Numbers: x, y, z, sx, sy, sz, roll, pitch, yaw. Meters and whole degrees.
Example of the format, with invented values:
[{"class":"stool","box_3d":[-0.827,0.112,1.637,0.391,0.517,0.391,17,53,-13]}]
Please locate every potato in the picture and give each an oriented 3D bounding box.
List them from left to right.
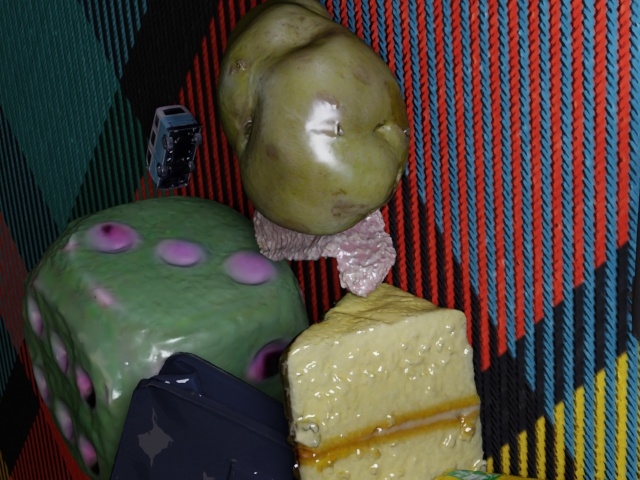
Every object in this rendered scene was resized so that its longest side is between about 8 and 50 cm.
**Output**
[{"class":"potato","box_3d":[-0.019,-0.158,1.456,0.351,0.202,0.218,-122,20,-47]}]

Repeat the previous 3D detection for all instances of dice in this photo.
[{"class":"dice","box_3d":[-0.223,0.146,1.789,0.322,0.330,0.318,45,138,40]}]

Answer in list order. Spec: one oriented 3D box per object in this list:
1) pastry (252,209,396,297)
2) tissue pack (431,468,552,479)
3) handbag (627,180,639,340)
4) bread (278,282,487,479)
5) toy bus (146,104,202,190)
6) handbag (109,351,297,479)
[{"class":"pastry","box_3d":[0.001,-0.013,1.570,0.265,0.103,0.112,17,114,56]},{"class":"tissue pack","box_3d":[0.235,0.408,1.277,0.382,0.228,0.293,-9,101,58]},{"class":"handbag","box_3d":[0.375,0.050,1.000,0.285,0.113,0.257,37,140,34]},{"class":"bread","box_3d":[0.038,0.202,1.487,0.198,0.236,0.263,13,115,55]},{"class":"toy bus","box_3d":[-0.227,-0.143,1.915,0.075,0.060,0.123,56,143,34]},{"class":"handbag","box_3d":[-0.128,0.325,1.570,0.269,0.118,0.326,27,119,14]}]
